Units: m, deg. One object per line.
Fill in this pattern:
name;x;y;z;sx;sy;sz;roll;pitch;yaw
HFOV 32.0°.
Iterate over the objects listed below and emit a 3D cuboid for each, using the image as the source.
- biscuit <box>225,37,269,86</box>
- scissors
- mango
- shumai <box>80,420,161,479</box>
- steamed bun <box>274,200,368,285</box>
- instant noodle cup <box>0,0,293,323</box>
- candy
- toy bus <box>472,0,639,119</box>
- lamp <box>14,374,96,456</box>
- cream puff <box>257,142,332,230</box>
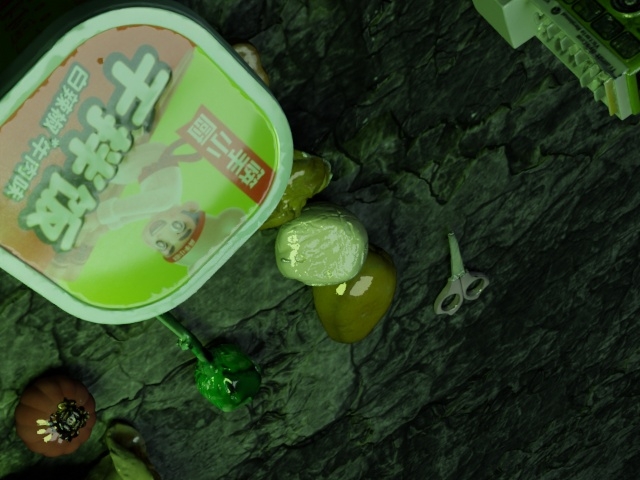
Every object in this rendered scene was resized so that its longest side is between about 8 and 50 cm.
biscuit;-0.179;-0.109;1.289;0.185;0.044;0.295;11;118;-21
scissors;0.225;0.048;1.846;0.110;0.021;0.212;-31;141;-10
mango;0.047;0.081;1.664;0.137;0.098;0.195;-22;145;-29
shumai;-0.335;0.398;1.590;0.262;0.267;0.314;-53;-177;-38
steamed bun;0.000;0.000;1.543;0.129;0.091;0.113;-2;110;-6
instant noodle cup;-0.217;-0.125;1.038;0.293;0.308;0.294;-14;124;-21
candy;-0.186;0.134;1.537;0.097;0.097;0.323;-41;133;-2
toy bus;0.315;-0.281;1.398;0.139;0.302;0.113;-36;145;0
lamp;-0.345;0.228;1.457;0.107;0.092;0.108;-1;91;-36
cream puff;-0.067;-0.069;1.400;0.156;0.121;0.156;-27;143;-22
